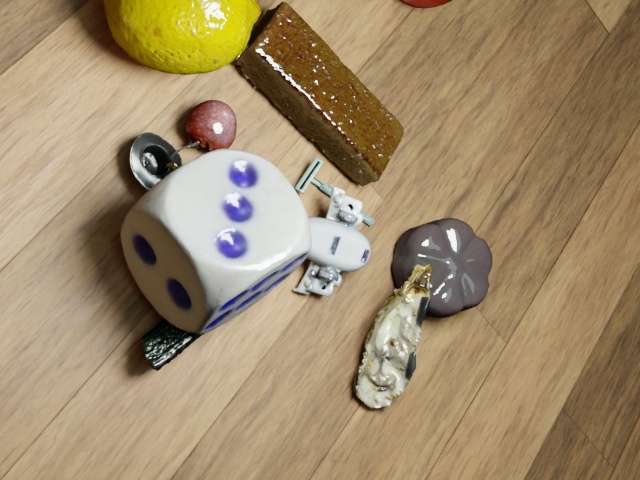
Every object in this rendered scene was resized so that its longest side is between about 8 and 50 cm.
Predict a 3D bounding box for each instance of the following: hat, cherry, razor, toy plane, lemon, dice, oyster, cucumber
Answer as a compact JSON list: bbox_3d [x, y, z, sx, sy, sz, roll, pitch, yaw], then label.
[{"bbox_3d":[-0.328,-0.148,1.718,0.121,0.050,0.121,11,70,-31],"label":"hat"},{"bbox_3d":[-0.232,-0.196,1.755,0.107,0.090,0.225,45,48,-30],"label":"cherry"},{"bbox_3d":[0.041,-0.094,1.967,0.211,0.036,0.084,36,88,-30],"label":"razor"},{"bbox_3d":[0.000,0.000,1.876,0.245,0.117,0.244,-6,102,-30],"label":"toy plane"},{"bbox_3d":[-0.272,-0.446,1.684,0.310,0.258,0.257,7,78,-16],"label":"lemon"},{"bbox_3d":[-0.192,0.001,1.633,0.259,0.243,0.251,-32,77,-35],"label":"dice"},{"bbox_3d":[0.168,0.208,1.933,0.129,0.078,0.344,20,92,-11],"label":"oyster"},{"bbox_3d":[-0.248,0.153,1.708,0.265,0.077,0.077,-40,104,-31],"label":"cucumber"}]

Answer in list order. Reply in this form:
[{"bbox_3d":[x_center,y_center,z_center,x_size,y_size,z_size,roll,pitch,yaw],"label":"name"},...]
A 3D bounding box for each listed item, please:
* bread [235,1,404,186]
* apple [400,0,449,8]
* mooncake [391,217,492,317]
[{"bbox_3d":[0.005,-0.314,1.928,0.416,0.113,0.165,44,63,-21],"label":"bread"},{"bbox_3d":[0.258,-0.687,2.094,0.261,0.217,0.260,4,81,-30],"label":"apple"},{"bbox_3d":[0.286,0.063,2.044,0.245,0.133,0.244,4,80,-24],"label":"mooncake"}]
